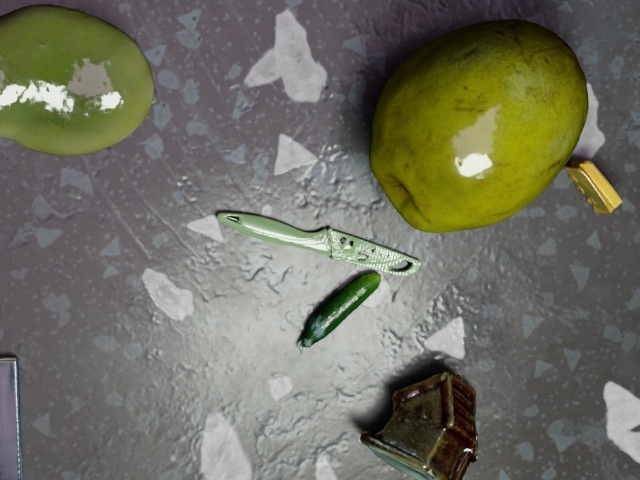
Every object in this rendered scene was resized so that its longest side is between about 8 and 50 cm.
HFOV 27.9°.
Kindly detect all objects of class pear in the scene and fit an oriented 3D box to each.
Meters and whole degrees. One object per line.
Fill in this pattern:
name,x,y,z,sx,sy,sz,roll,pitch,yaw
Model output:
pear,0.209,-0.149,1.660,0.307,0.253,0.253,-33,102,-11

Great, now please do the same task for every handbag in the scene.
handbag,0.379,-0.076,1.788,0.027,0.061,0.083,-41,101,-6

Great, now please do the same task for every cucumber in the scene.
cucumber,0.023,0.095,1.765,0.155,0.037,0.037,-43,102,-2

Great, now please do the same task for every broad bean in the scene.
broad bean,-0.344,-0.203,1.629,0.263,0.121,0.189,3,101,-20

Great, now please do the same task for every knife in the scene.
knife,0.000,0.000,1.757,0.293,0.020,0.043,17,93,-12

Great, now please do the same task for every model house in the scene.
model house,0.164,0.263,1.791,0.152,0.106,0.165,-58,138,-10

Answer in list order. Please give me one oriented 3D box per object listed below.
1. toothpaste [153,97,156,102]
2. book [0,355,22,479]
toothpaste,-0.242,-0.215,1.686,0.020,0.017,0.083,-28,101,-5
book,-0.494,0.290,1.710,0.191,0.025,0.269,-1,98,-10
